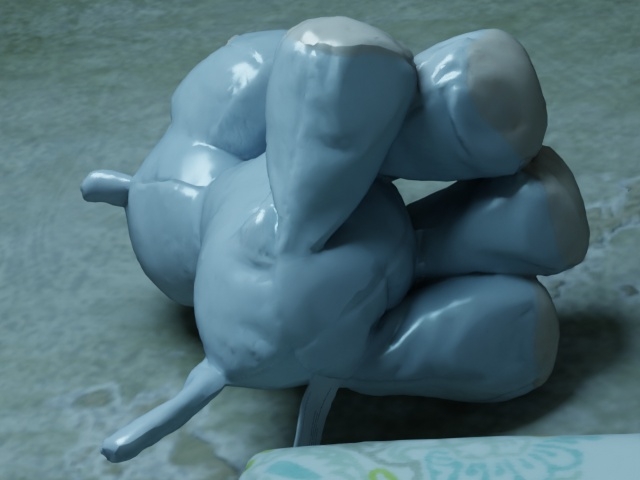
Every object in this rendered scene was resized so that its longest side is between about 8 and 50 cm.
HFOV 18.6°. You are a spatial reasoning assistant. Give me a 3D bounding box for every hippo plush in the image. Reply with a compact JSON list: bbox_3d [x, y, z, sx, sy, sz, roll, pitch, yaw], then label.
[{"bbox_3d":[0.000,0.000,1.143,0.294,0.234,0.236,-64,27,0],"label":"hippo plush"}]

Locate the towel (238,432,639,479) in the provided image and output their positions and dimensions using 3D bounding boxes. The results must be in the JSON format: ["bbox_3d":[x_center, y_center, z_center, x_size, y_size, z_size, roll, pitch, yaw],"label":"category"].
[{"bbox_3d":[0.090,0.226,0.842,0.321,0.090,0.374,-1,40,13],"label":"towel"}]
